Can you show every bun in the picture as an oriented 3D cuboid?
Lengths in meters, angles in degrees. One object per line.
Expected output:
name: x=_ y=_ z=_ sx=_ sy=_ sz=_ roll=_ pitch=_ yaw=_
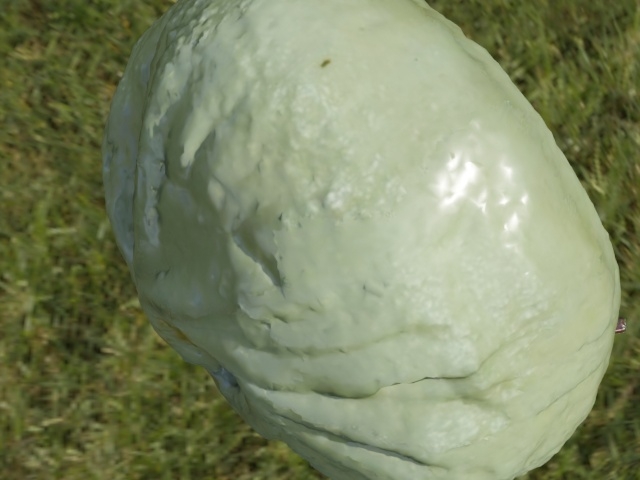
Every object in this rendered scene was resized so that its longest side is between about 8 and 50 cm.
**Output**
bun: x=0.000 y=0.000 z=0.470 sx=0.118 sy=0.195 sz=0.195 roll=-39 pitch=73 yaw=-9

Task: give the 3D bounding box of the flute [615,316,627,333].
flute: x=0.071 y=0.078 z=0.980 sx=0.270 sy=0.014 sz=0.014 roll=-10 pitch=81 yaw=8
